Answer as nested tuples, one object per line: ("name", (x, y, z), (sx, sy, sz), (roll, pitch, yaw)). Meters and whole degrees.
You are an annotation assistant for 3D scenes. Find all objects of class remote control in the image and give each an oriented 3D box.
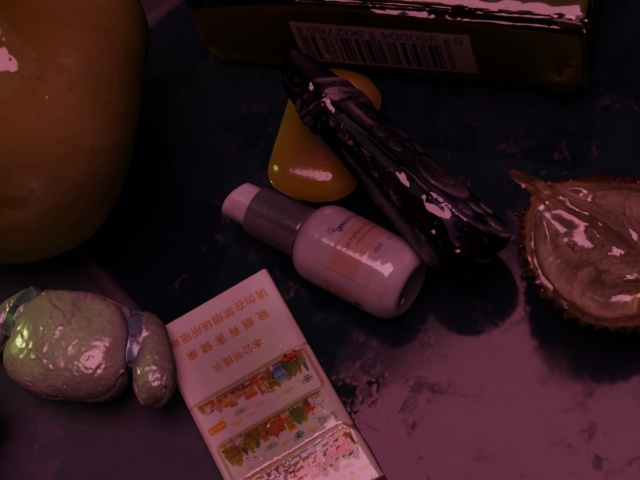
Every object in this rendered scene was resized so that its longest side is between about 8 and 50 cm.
("remote control", (0.053, -0.066, 1.262), (0.266, 0.090, 0.066), (45, 106, 22))

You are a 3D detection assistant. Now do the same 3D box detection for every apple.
("apple", (-0.285, -0.134, 1.268), (0.257, 0.233, 0.295), (15, 79, -12))

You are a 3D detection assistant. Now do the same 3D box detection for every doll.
("doll", (-0.217, 0.094, 1.279), (0.214, 0.071, 0.104), (10, 75, 25))

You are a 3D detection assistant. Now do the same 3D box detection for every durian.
("durian", (0.228, 0.006, 1.224), (0.188, 0.091, 0.148), (41, 76, 1))

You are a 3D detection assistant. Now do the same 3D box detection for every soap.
("soap", (0.004, -0.097, 1.340), (0.089, 0.045, 0.140), (12, 66, 10))

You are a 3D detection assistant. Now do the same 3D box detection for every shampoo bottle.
("shampoo bottle", (0.000, 0.000, 1.282), (0.192, 0.074, 0.074), (29, 74, 21))

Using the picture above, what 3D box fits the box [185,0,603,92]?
("box", (0.100, -0.358, 1.390), (0.373, 0.138, 0.420), (7, 67, 14))

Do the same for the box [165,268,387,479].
("box", (-0.048, 0.143, 1.249), (0.122, 0.032, 0.220), (-30, 64, -3))
